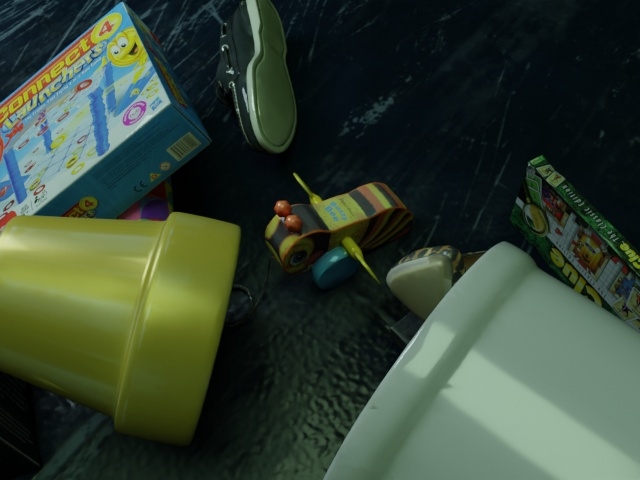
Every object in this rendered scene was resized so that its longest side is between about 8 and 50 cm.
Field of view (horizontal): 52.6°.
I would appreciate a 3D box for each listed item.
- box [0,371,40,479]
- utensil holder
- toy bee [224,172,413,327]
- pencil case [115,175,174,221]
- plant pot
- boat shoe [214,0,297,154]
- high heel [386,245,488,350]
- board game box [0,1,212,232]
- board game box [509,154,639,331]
[{"bbox_3d":[-0.523,0.157,0.758,0.296,0.182,0.294,-19,56,-10],"label":"box"},{"bbox_3d":[0.243,0.238,0.584,0.385,0.327,0.327,34,64,20],"label":"utensil holder"},{"bbox_3d":[0.000,0.000,0.850,0.195,0.162,0.298,32,63,20],"label":"toy bee"},{"bbox_3d":[-0.257,-0.040,0.922,0.105,0.104,0.236,-11,53,-5],"label":"pencil case"},{"bbox_3d":[-0.232,0.077,0.718,0.239,0.254,0.254,15,56,-10],"label":"plant pot"},{"bbox_3d":[-0.122,-0.266,1.068,0.113,0.127,0.340,-21,61,24],"label":"boat shoe"},{"bbox_3d":[0.170,0.027,0.762,0.186,0.261,0.093,-37,71,-17],"label":"high heel"},{"bbox_3d":[-0.337,-0.153,0.919,0.308,0.086,0.302,-37,49,6],"label":"board game box"},{"bbox_3d":[0.345,0.022,0.832,0.030,0.136,0.259,-27,58,-11],"label":"board game box"}]
